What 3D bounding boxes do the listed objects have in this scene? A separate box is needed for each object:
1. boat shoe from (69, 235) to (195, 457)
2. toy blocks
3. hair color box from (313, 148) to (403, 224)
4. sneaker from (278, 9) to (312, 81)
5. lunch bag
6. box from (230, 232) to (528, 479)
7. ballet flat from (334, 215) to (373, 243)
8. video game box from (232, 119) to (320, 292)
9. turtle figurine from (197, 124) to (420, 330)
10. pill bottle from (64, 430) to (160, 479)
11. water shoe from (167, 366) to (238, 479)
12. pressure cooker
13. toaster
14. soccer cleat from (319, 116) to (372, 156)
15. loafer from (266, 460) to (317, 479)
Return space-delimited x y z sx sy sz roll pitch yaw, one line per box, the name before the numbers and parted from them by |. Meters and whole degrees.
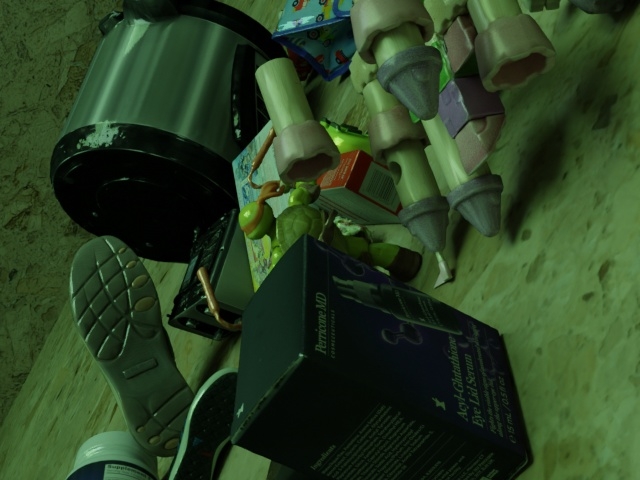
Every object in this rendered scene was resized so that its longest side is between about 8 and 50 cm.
boat shoe | -0.291 0.167 1.485 0.130 0.132 0.356 118 133 -68
toy blocks | 0.138 -0.128 0.919 0.260 0.308 0.288 70 154 18
hair color box | 0.043 -0.062 1.185 0.053 0.093 0.167 -66 20 -11
sneaker | -0.025 -0.341 1.749 0.279 0.107 0.119 -119 42 -73
lunch bag | 0.089 -0.402 1.500 0.293 0.138 0.221 -11 54 51
box | 0.044 0.114 0.783 0.108 0.207 0.153 -52 22 30
ballet flat | 0.004 0.077 1.134 0.077 0.091 0.241 -4 63 40
video game box | -0.059 -0.045 1.344 0.187 0.048 0.205 -32 65 60
turtle figurine | 0.000 0.000 1.025 0.087 0.217 0.270 -43 28 45
pill bottle | -0.298 0.401 1.378 0.153 0.153 0.265 -56 20 21
water shoe | -0.163 0.263 1.327 0.203 0.072 0.080 -65 17 -7
pressure cooker | -0.239 -0.217 1.682 0.370 0.375 0.421 -42 29 52
toaster | -0.140 0.051 1.481 0.168 0.110 0.186 -33 36 55
soccer cleat | 0.005 -0.101 1.354 0.289 0.093 0.121 -172 97 -71
loafer | 0.004 0.262 0.862 0.366 0.133 0.130 -73 -4 -52
